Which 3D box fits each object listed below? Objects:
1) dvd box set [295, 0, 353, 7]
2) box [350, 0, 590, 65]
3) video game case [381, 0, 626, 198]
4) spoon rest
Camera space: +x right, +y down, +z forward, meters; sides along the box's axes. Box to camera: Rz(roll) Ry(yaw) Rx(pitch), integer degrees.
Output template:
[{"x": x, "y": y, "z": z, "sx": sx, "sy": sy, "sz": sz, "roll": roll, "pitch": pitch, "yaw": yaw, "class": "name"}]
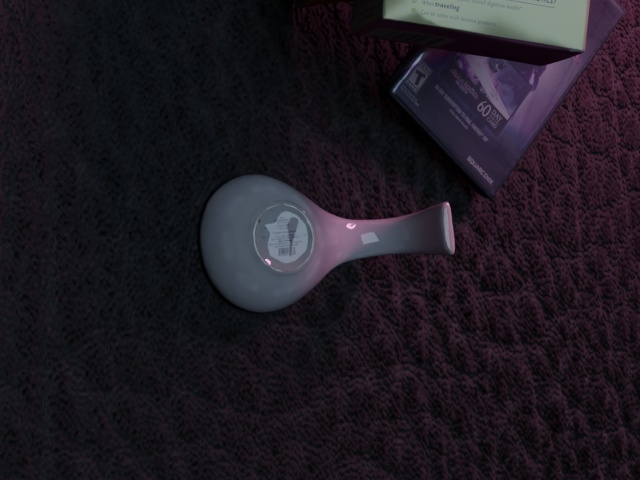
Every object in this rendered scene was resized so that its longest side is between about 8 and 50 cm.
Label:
[{"x": 0.159, "y": -0.416, "z": 1.847, "sx": 0.420, "sy": 0.062, "sz": 0.308, "roll": -7, "pitch": 90, "yaw": -16, "class": "dvd box set"}, {"x": 0.156, "y": -0.313, "z": 1.751, "sx": 0.213, "sy": 0.117, "sz": 0.243, "roll": 7, "pitch": 87, "yaw": -15, "class": "box"}, {"x": 0.206, "y": -0.211, "z": 1.936, "sx": 0.196, "sy": 0.026, "sz": 0.274, "roll": 43, "pitch": 79, "yaw": -33, "class": "video game case"}, {"x": 0.000, "y": 0.000, "z": 1.769, "sx": 0.276, "sy": 0.084, "sz": 0.137, "roll": -3, "pitch": 85, "yaw": -30, "class": "spoon rest"}]
